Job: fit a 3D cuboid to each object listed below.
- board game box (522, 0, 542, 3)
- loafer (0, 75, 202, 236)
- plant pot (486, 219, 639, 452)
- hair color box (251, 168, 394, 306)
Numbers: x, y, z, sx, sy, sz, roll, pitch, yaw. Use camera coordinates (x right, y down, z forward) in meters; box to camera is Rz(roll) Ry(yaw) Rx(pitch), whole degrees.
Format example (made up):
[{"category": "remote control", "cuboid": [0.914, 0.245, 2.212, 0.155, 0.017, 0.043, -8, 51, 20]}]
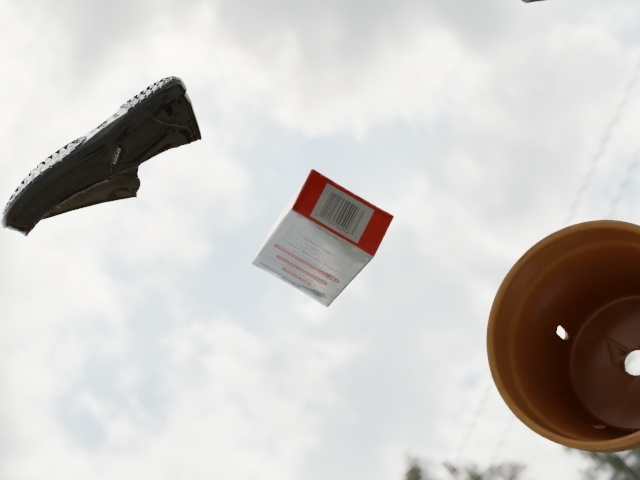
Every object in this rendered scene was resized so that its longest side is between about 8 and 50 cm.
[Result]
[{"category": "board game box", "cuboid": [0.144, -0.343, 1.173, 0.141, 0.291, 0.232, -14, -34, -46]}, {"category": "loafer", "cuboid": [-0.203, -0.065, 1.651, 0.220, 0.080, 0.078, -35, -76, 3]}, {"category": "plant pot", "cuboid": [0.382, 0.138, 2.244, 0.291, 0.291, 0.203, -48, -29, 7]}, {"category": "hair color box", "cuboid": [0.000, 0.000, 1.708, 0.053, 0.093, 0.167, -62, 5, -25]}]
